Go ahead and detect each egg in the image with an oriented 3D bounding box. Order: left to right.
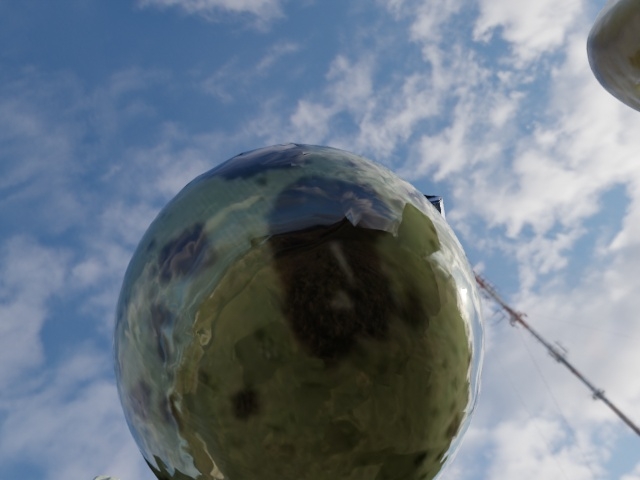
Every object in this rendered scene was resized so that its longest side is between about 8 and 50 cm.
[{"bbox_3d":[-0.019,0.098,0.529,0.288,0.287,0.379,-7,-43,-21],"label":"egg"}]

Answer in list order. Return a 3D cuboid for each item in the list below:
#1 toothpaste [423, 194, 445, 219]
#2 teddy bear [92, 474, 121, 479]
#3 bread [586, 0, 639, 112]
[{"bbox_3d":[0.000,0.000,0.704,0.272,0.053,0.066,-7,-80,13],"label":"toothpaste"},{"bbox_3d":[-0.321,0.543,0.780,0.375,0.362,0.327,-46,-78,-11],"label":"teddy bear"},{"bbox_3d":[0.394,-0.226,0.541,0.333,0.333,0.160,-40,-87,2],"label":"bread"}]
